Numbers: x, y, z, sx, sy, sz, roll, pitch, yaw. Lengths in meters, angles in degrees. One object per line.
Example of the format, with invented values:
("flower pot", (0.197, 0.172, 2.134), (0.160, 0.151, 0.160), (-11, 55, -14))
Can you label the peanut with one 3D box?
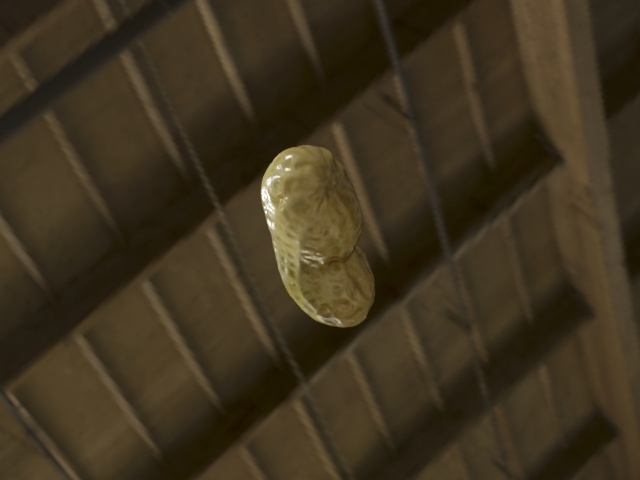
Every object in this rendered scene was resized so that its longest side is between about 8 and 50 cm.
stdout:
("peanut", (0.000, 0.000, 0.841), (0.054, 0.054, 0.113), (-32, -52, -22))
